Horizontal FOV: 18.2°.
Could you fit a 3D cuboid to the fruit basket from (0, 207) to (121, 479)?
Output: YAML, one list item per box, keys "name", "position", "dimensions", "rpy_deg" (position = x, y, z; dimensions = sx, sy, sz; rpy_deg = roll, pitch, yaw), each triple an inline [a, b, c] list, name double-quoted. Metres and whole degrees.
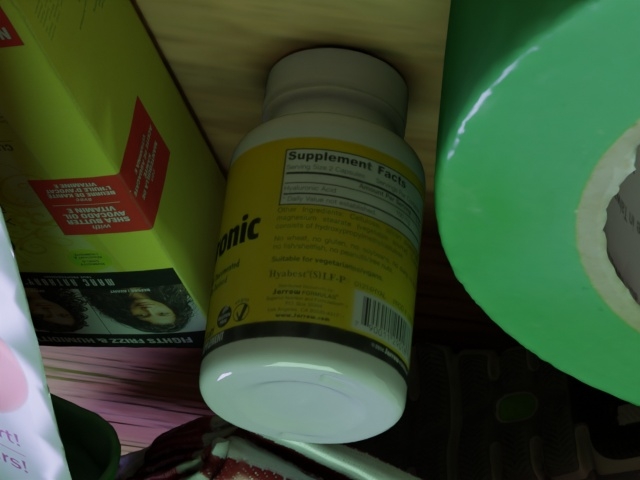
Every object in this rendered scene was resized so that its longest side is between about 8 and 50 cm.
- name: "fruit basket"
  position: [-0.214, 0.046, 0.665]
  dimensions: [0.327, 0.165, 0.353]
  rpy_deg: [24, 151, 20]

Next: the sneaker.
- name: "sneaker"
  position: [0.086, 0.094, 0.831]
  dimensions: [0.228, 0.086, 0.132]
  rpy_deg: [-9, 151, 27]

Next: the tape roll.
- name: "tape roll"
  position: [0.194, -0.030, 0.577]
  dimensions: [0.321, 0.077, 0.321]
  rpy_deg: [5, 153, 3]

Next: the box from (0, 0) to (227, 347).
- name: "box"
  position: [-0.095, -0.039, 0.645]
  dimensions: [0.087, 0.058, 0.232]
  rpy_deg: [1, 151, 14]

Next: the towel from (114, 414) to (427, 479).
- name: "towel"
  position: [0.017, 0.147, 0.809]
  dimensions: [0.237, 0.037, 0.329]
  rpy_deg: [25, 160, -12]

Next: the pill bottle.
- name: "pill bottle"
  position: [0.000, 0.000, 0.634]
  dimensions: [0.065, 0.116, 0.065]
  rpy_deg: [6, 152, 3]
